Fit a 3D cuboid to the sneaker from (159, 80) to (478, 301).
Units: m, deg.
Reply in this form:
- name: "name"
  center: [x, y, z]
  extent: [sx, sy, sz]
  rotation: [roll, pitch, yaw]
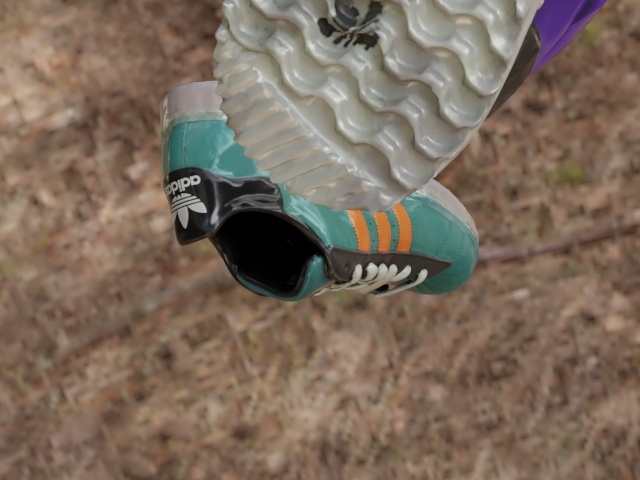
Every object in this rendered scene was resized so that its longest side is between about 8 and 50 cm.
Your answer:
- name: "sneaker"
  center: [0.000, 0.000, 1.331]
  extent: [0.108, 0.302, 0.121]
  rotation: [-21, 56, 40]

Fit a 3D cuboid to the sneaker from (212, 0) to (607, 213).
- name: "sneaker"
  center: [0.084, -0.144, 0.545]
  extent: [0.293, 0.102, 0.146]
  rotation: [-48, -4, 29]
